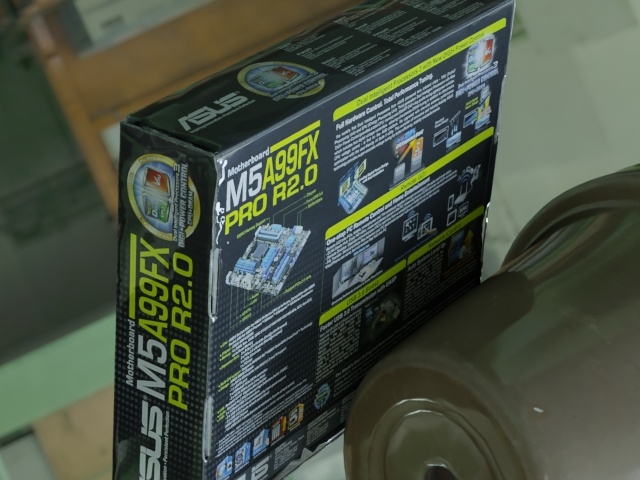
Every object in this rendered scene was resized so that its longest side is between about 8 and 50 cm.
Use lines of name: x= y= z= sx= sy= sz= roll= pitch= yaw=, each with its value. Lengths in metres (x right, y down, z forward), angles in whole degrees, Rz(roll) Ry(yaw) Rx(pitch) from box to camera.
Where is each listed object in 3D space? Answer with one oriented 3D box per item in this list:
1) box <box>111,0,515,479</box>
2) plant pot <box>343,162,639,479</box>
box: x=0.000 y=0.000 z=1.031 sx=0.060 sy=0.216 sz=0.270 roll=21 pitch=-147 yaw=29
plant pot: x=0.141 y=0.105 z=1.070 sx=0.229 sy=0.263 sz=0.263 roll=-17 pitch=179 yaw=-40
